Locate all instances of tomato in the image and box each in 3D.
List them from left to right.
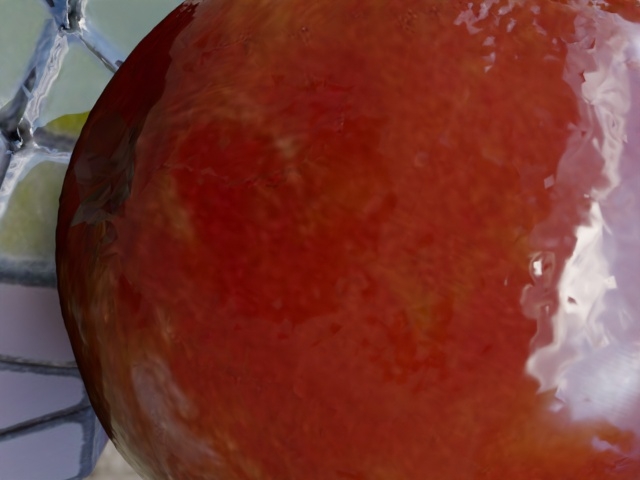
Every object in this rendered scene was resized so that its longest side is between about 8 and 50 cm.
[{"bbox_3d":[0.000,0.000,0.524,0.233,0.140,0.200,4,-103,60],"label":"tomato"}]

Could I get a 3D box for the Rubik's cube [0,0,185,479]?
[{"bbox_3d":[-0.185,-0.038,0.698,0.319,0.264,0.319,15,90,-86],"label":"Rubik's cube"}]
